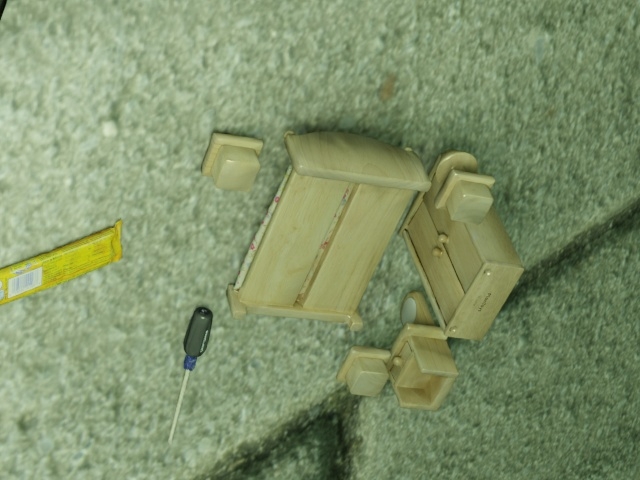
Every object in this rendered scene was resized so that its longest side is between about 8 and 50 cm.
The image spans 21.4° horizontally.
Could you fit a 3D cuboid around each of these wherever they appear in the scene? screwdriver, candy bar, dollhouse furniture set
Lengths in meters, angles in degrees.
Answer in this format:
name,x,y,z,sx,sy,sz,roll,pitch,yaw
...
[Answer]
name,x,y,z,sx,sy,sz,roll,pitch,yaw
screwdriver,-0.134,0.138,1.673,0.025,0.024,0.170,-59,168,-63
candy bar,-0.229,0.022,1.449,0.161,0.018,0.040,-22,130,-41
dollhouse furniture set,0.000,0.000,1.717,0.356,0.174,0.303,8,128,-24

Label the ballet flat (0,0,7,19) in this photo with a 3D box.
name,x,y,z,sx,sy,sz,roll,pitch,yaw
ballet flat,-0.274,-0.131,1.248,0.057,0.049,0.173,-71,-176,-70
